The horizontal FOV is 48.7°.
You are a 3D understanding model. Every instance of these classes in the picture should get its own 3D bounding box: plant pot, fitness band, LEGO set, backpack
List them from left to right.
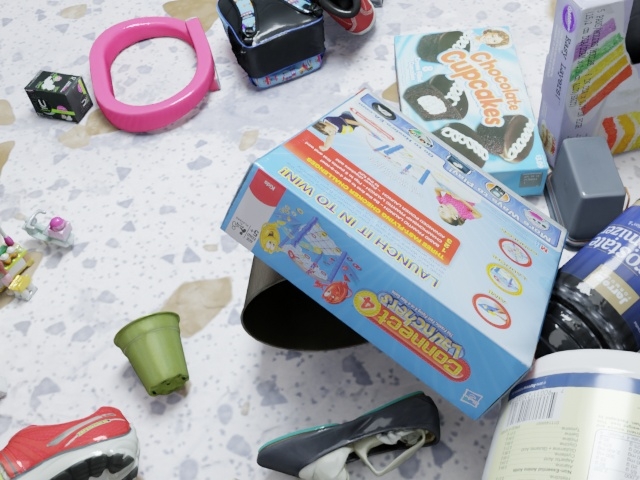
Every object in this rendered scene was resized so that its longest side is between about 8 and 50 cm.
[{"bbox_3d":[-0.434,0.066,0.903,0.132,0.107,0.287,4,52,10],"label":"LEGO set"},{"bbox_3d":[-0.287,-0.296,1.208,0.208,0.054,0.291,-17,50,-6],"label":"fitness band"},{"bbox_3d":[-0.193,0.139,0.840,0.083,0.083,0.079,-24,64,-12],"label":"plant pot"},{"bbox_3d":[-0.089,-0.361,1.191,0.158,0.117,0.173,-26,53,-12],"label":"backpack"}]

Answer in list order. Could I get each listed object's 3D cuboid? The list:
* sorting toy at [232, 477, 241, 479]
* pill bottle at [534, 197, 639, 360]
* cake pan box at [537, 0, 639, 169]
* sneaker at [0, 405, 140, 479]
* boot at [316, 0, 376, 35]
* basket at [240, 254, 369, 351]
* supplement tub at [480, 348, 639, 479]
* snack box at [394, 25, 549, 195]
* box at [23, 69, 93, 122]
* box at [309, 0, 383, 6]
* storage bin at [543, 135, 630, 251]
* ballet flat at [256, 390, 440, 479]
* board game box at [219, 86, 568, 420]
[{"bbox_3d":[-0.053,0.289,0.722,0.083,0.045,0.075,4,60,10],"label":"sorting toy"},{"bbox_3d":[0.330,0.058,0.790,0.219,0.123,0.123,-40,56,-7],"label":"pill bottle"},{"bbox_3d":[0.422,-0.236,0.932,0.245,0.267,0.070,-14,47,-7],"label":"cake pan box"},{"bbox_3d":[-0.330,0.262,0.759,0.278,0.107,0.118,-18,33,-11],"label":"sneaker"},{"bbox_3d":[-0.013,-0.451,1.168,0.244,0.176,0.088,46,104,7],"label":"boot"},{"bbox_3d":[0.000,0.000,0.878,0.204,0.154,0.227,-8,47,1],"label":"basket"},{"bbox_3d":[0.230,0.279,0.565,0.235,0.235,0.325,14,55,18],"label":"supplement tub"},{"bbox_3d":[0.213,-0.198,1.059,0.187,0.060,0.322,-4,51,4],"label":"snack box"},{"bbox_3d":[-0.434,-0.239,1.175,0.083,0.062,0.052,11,52,17],"label":"box"},{"bbox_3d":[0.016,-0.574,1.374,0.242,0.077,0.308,3,52,9],"label":"box"},{"bbox_3d":[0.353,-0.067,0.918,0.098,0.091,0.135,-4,52,4],"label":"storage bin"},{"bbox_3d":[0.035,0.220,0.746,0.203,0.074,0.074,-16,51,-9],"label":"ballet flat"},{"bbox_3d":[0.100,-0.012,0.760,0.308,0.086,0.302,37,34,6],"label":"board game box"}]
